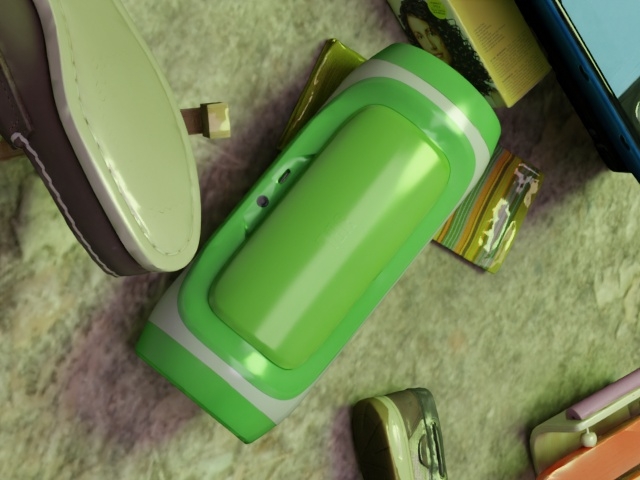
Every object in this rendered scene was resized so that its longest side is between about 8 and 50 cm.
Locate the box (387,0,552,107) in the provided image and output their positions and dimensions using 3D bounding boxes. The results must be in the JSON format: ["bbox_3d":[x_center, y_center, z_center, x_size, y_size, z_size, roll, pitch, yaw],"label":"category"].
[{"bbox_3d":[0.087,-0.212,0.946,0.058,0.087,0.232,-41,112,-19],"label":"box"}]

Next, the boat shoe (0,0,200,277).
[{"bbox_3d":[-0.177,-0.119,0.760,0.324,0.097,0.116,66,24,0],"label":"boat shoe"}]

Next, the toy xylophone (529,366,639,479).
[{"bbox_3d":[0.305,0.253,1.121,0.236,0.081,0.322,-32,110,-23],"label":"toy xylophone"}]

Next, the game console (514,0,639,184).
[{"bbox_3d":[0.256,-0.190,0.992,0.250,0.173,0.293,-44,114,-17],"label":"game console"}]

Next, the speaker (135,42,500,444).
[{"bbox_3d":[0.000,0.000,0.889,0.131,0.131,0.296,44,80,-25],"label":"speaker"}]

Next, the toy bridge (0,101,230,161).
[{"bbox_3d":[-0.160,-0.072,0.836,0.188,0.063,0.026,-10,101,-14],"label":"toy bridge"}]

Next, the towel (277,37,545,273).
[{"bbox_3d":[0.081,-0.065,0.996,0.237,0.021,0.102,29,81,-28],"label":"towel"}]

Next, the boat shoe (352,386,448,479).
[{"bbox_3d":[0.086,0.228,0.998,0.073,0.080,0.223,-16,99,-21],"label":"boat shoe"}]
